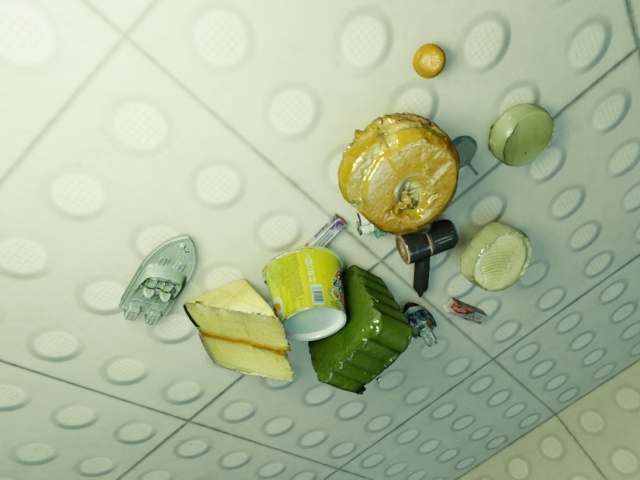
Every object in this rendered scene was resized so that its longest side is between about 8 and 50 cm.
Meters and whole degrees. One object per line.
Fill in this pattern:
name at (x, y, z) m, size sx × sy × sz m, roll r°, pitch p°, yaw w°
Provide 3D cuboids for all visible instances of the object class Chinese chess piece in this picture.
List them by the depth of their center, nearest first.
Chinese chess piece at (0.600, -0.315, 1.339) m, size 0.188 × 0.083 × 0.188 m, roll -12°, pitch 129°, yaw -15°

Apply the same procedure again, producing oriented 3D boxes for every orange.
orange at (0.273, -0.450, 1.121) m, size 0.083 × 0.070 × 0.083 m, roll -2°, pitch 116°, yaw -4°

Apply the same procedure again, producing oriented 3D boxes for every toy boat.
toy boat at (-0.448, 0.106, 1.266) m, size 0.141 × 0.092 × 0.320 m, roll 22°, pitch 115°, yaw -34°
toy boat at (0.391, 0.331, 1.727) m, size 0.114 × 0.115 × 0.262 m, roll -33°, pitch 129°, yaw 6°

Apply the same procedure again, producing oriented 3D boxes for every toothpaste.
toothpaste at (0.000, 0.000, 1.384) m, size 0.047 × 0.040 × 0.196 m, roll 33°, pitch 110°, yaw -34°

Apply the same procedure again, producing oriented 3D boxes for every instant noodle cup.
instant noodle cup at (-0.036, 0.172, 1.360) m, size 0.264 × 0.200 × 0.264 m, roll -9°, pitch 142°, yaw -7°

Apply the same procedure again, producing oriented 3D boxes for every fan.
fan at (0.445, -0.251, 1.375) m, size 0.113 × 0.005 × 0.175 m, roll -43°, pitch 128°, yaw 14°

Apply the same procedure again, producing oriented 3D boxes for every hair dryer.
hair dryer at (0.370, 0.083, 1.559) m, size 0.189 × 0.107 × 0.352 m, roll -19°, pitch 138°, yaw -7°

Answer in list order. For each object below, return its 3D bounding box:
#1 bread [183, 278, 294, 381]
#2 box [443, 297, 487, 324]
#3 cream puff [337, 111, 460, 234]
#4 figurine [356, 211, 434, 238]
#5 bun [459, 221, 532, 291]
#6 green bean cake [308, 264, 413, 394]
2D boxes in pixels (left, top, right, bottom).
bread at (-0.240, 0.314, 1.356) m, size 0.242 × 0.405 × 0.346 m, roll -25°, pitch 119°, yaw -14°
box at (0.592, 0.290, 1.818) m, size 0.218 × 0.040 × 0.055 m, roll 23°, pitch 116°, yaw -33°
cream puff at (0.197, -0.180, 1.192) m, size 0.342 × 0.231 × 0.327 m, roll 0°, pitch 123°, yaw -15°
figurine at (0.234, -0.075, 1.371) m, size 0.245 × 0.110 × 0.138 m, roll -9°, pitch 125°, yaw -3°
bun at (0.603, 0.047, 1.566) m, size 0.259 × 0.152 × 0.259 m, roll -8°, pitch 115°, yaw -16°
green bean cake at (0.123, 0.294, 1.460) m, size 0.218 × 0.335 × 0.319 m, roll 26°, pitch 118°, yaw -32°
